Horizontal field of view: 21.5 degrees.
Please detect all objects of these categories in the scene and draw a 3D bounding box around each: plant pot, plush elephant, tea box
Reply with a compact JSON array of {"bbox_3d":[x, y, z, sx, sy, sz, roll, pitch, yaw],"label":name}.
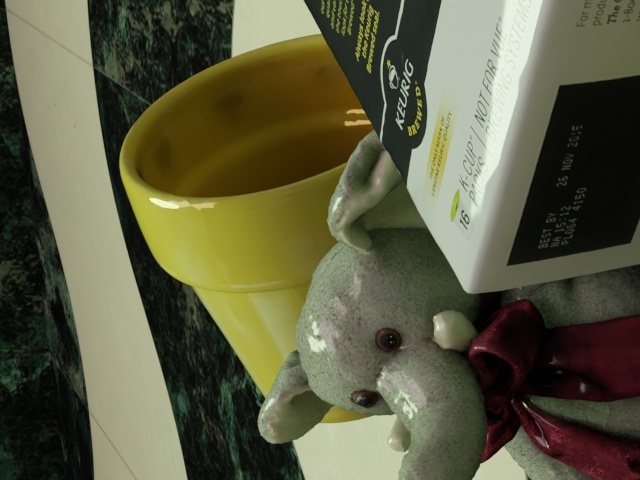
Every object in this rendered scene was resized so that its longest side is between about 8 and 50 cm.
[{"bbox_3d":[0.000,0.000,1.304,0.254,0.254,0.239,46,158,58],"label":"plant pot"},{"bbox_3d":[0.105,0.062,0.971,0.330,0.255,0.272,-118,26,-42],"label":"plush elephant"},{"bbox_3d":[0.131,-0.210,0.815,0.329,0.220,0.323,101,151,-46],"label":"tea box"}]
